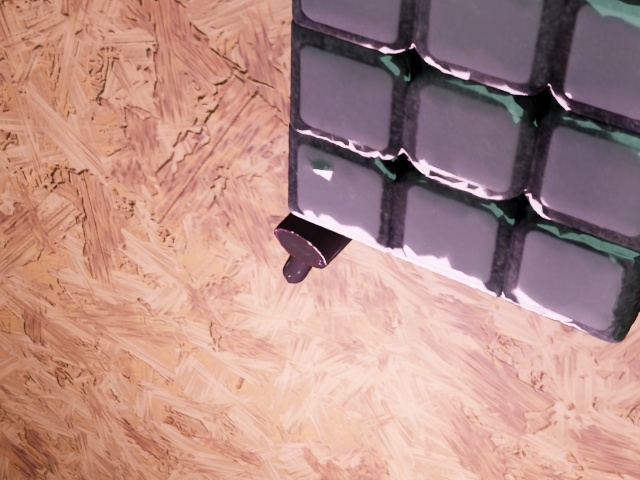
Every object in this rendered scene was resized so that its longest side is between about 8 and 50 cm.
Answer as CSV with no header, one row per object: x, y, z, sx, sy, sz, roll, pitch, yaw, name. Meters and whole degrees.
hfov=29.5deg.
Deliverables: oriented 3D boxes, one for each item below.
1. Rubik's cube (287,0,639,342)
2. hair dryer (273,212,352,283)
0.169,-0.157,0.947,0.303,0.301,0.305,20,138,19,Rubik's cube
-0.001,0.001,1.411,0.070,0.114,0.248,42,160,6,hair dryer
